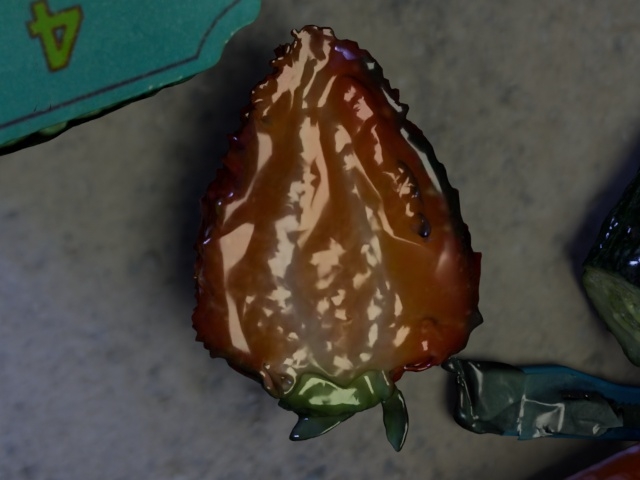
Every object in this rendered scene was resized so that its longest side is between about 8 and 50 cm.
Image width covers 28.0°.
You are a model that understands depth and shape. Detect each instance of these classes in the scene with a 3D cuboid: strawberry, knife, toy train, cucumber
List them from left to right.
[{"bbox_3d":[-0.123,-0.120,0.496,0.198,0.107,0.154,-23,121,-20],"label":"toy train"},{"bbox_3d":[0.000,0.004,0.604,0.140,0.085,0.192,-41,114,-3],"label":"strawberry"},{"bbox_3d":[0.194,0.101,0.767,0.296,0.026,0.044,7,89,-28],"label":"knife"},{"bbox_3d":[0.230,-0.055,0.714,0.077,0.077,0.265,36,85,-31],"label":"cucumber"}]

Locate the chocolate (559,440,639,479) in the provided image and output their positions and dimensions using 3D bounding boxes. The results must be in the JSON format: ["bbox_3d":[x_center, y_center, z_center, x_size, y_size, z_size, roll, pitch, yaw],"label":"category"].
[{"bbox_3d":[0.151,0.252,0.729,0.235,0.108,0.237,-24,116,-11],"label":"chocolate"}]
